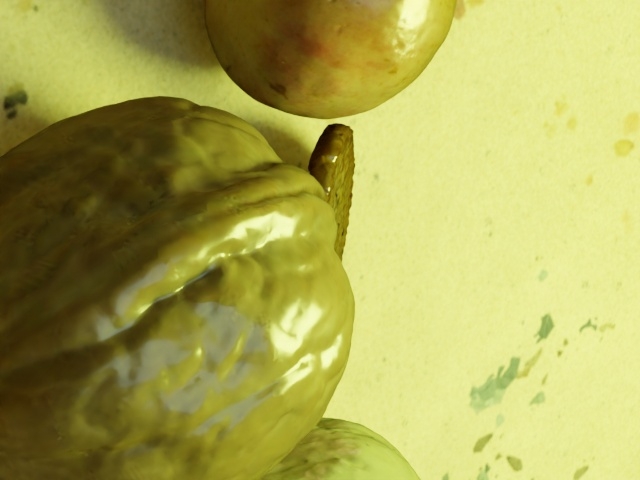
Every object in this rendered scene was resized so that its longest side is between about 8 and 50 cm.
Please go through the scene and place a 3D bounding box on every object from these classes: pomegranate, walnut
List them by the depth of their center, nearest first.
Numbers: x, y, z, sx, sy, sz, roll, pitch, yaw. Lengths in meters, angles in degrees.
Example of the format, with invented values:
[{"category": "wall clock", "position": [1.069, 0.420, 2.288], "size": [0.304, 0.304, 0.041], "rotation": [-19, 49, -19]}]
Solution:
[{"category": "walnut", "position": [-0.124, 0.049, 1.324], "size": [0.313, 0.277, 0.252], "rotation": [-30, 132, -19]}, {"category": "pomegranate", "position": [0.010, -0.180, 1.442], "size": [0.191, 0.191, 0.191], "rotation": [-11, 108, -38]}]

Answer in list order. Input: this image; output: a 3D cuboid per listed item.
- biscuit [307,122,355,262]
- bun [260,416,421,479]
[{"category": "biscuit", "position": [-0.001, 0.000, 1.512], "size": [0.188, 0.027, 0.188], "rotation": [8, 90, -83]}, {"category": "bun", "position": [-0.077, 0.277, 1.466], "size": [0.361, 0.213, 0.361], "rotation": [-31, 147, -23]}]
